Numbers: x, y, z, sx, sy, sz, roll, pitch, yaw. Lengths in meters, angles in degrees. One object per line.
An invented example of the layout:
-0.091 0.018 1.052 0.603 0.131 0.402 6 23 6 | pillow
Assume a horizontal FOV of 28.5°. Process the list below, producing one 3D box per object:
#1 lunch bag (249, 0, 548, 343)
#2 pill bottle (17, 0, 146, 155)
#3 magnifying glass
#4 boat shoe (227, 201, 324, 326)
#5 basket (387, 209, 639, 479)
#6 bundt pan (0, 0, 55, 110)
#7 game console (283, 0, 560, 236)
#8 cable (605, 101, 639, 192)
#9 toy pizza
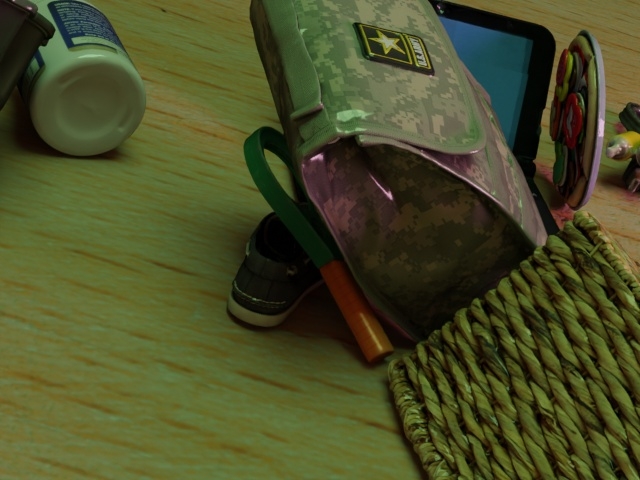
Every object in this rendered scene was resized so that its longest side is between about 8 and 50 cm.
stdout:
0.058 -0.089 1.067 0.287 0.169 0.235 44 23 -43 | lunch bag
-0.249 -0.176 1.247 0.112 0.112 0.187 2 34 -28 | pill bottle
0.000 0.000 1.089 0.092 0.026 0.231 7 53 -62 | magnifying glass
-0.025 0.004 1.124 0.075 0.065 0.206 20 28 7 | boat shoe
0.222 0.168 0.966 0.213 0.223 0.299 41 14 -36 | basket
-0.398 -0.184 1.058 0.330 0.124 0.331 19 -7 2 | bundt pan
0.124 -0.131 1.330 0.293 0.173 0.250 10 30 -15 | game console
0.433 -0.117 1.592 0.139 0.072 0.287 29 30 6 | cable
0.280 -0.134 1.407 0.032 0.201 0.201 2 31 -1 | toy pizza
